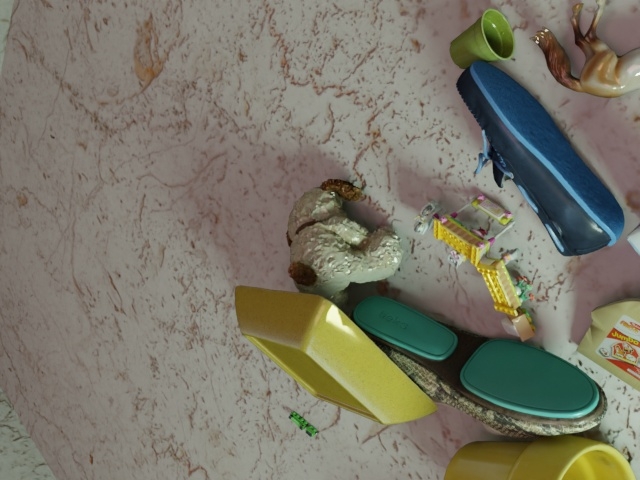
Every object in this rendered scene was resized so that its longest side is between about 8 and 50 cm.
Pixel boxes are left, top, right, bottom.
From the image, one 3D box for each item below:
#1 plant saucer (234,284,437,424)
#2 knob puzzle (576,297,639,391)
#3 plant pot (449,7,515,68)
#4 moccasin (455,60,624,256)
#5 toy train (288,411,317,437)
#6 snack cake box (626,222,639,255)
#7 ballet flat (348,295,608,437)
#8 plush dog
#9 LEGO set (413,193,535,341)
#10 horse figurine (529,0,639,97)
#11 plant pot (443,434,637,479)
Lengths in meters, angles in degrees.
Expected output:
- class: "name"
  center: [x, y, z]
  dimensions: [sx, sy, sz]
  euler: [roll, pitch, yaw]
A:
- class: "plant saucer"
  center: [0.001, 0.224, 1.068]
  dimensions: [0.333, 0.081, 0.333]
  euler: [46, 155, -24]
- class: "knob puzzle"
  center: [0.493, 0.151, 0.835]
  dimensions: [0.213, 0.030, 0.213]
  euler: [33, 143, 29]
- class: "plant pot"
  center: [0.252, -0.313, 0.912]
  dimensions: [0.079, 0.083, 0.083]
  euler: [-14, 92, 51]
- class: "moccasin"
  center: [0.308, -0.115, 0.874]
  dimensions: [0.341, 0.138, 0.117]
  euler: [57, 140, 10]
- class: "toy train"
  center: [-0.044, 0.438, 1.359]
  dimensions: [0.083, 0.024, 0.017]
  euler: [31, 118, 28]
- class: "snack cake box"
  center: [0.528, 0.066, 0.736]
  dimensions: [0.089, 0.152, 0.264]
  euler: [-43, 74, 36]
- class: "ballet flat"
  center: [0.254, 0.242, 1.016]
  dimensions: [0.483, 0.164, 0.181]
  euler: [17, 133, 40]
- class: "plush dog"
  center: [0.000, 0.000, 1.131]
  dimensions: [0.262, 0.211, 0.225]
  euler: [-43, 48, 35]
- class: "LEGO set"
  center: [0.293, 0.025, 0.969]
  dimensions: [0.287, 0.107, 0.132]
  euler: [48, 160, 13]
- class: "horse figurine"
  center: [0.433, -0.262, 0.786]
  dimensions: [0.264, 0.066, 0.174]
  euler: [-1, 94, 36]
- class: "plant pot"
  center: [0.340, 0.435, 0.928]
  dimensions: [0.239, 0.254, 0.253]
  euler: [-11, 94, 56]
